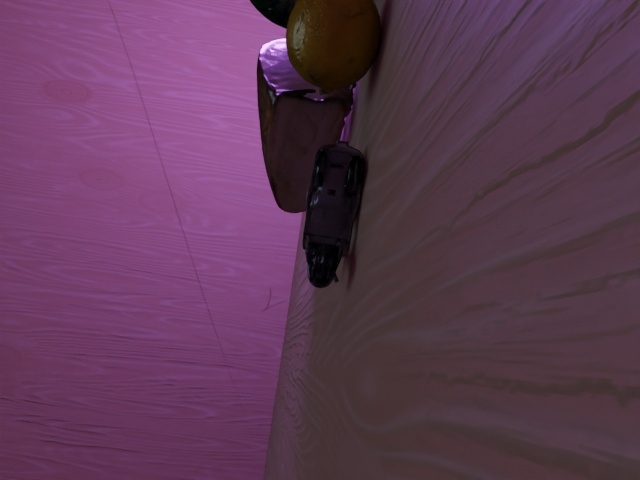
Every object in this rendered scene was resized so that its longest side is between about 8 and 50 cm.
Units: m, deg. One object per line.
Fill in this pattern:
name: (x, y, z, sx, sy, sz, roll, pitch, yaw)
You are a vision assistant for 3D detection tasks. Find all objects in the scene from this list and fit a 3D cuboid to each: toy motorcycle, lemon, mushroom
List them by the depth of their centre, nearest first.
toy motorcycle: (0.020, -0.044, 0.917, 0.157, 0.090, 0.263, 82, -163, -78)
lemon: (0.024, -0.370, 0.946, 0.173, 0.173, 0.206, -89, 21, -60)
mushroom: (-0.074, -0.282, 1.380, 0.398, 0.224, 0.314, 99, 152, -42)

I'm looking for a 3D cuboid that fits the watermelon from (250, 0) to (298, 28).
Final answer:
watermelon: (-0.039, -0.673, 1.244, 0.363, 0.362, 0.364, -171, 90, -85)
